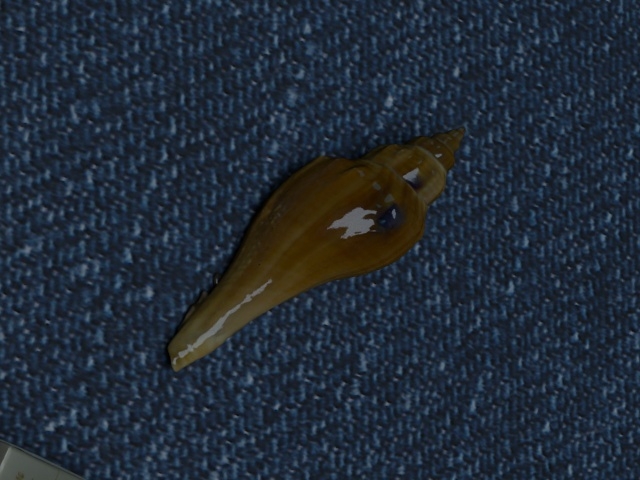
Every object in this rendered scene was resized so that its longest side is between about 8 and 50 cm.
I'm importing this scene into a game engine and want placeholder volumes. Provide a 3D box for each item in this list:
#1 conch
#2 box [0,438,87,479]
[{"bbox_3d":[0.003,0.001,1.597,0.330,0.093,0.109,-40,118,-21],"label":"conch"},{"bbox_3d":[-0.234,0.232,1.438,0.201,0.058,0.141,39,72,-60],"label":"box"}]
